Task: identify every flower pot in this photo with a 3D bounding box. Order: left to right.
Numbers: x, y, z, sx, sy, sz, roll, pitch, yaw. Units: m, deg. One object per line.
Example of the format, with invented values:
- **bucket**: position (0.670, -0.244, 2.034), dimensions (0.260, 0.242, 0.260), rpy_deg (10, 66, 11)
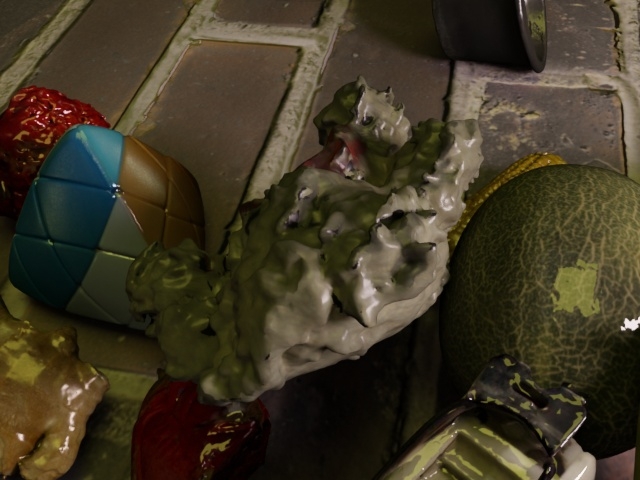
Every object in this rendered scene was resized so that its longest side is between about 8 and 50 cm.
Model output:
- **flower pot**: position (0.262, -0.366, 1.140), dimensions (0.148, 0.235, 0.235), rpy_deg (-6, 43, 27)

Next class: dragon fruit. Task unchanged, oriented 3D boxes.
- **dragon fruit**: position (-0.135, 0.180, 0.688), dimensions (0.161, 0.127, 0.121), rpy_deg (36, 51, 29)

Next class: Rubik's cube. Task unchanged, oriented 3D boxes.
- **Rubik's cube**: position (-0.243, 0.029, 0.844), dimensions (0.255, 0.254, 0.254), rpy_deg (-2, 46, 2)

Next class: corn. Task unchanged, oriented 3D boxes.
- **corn**: position (0.220, -0.027, 0.877), dimensions (0.262, 0.097, 0.097), rpy_deg (-35, 54, -25)

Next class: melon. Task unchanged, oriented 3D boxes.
- **melon**: position (0.237, 0.057, 0.696), dimensions (0.238, 0.237, 0.301), rpy_deg (11, 45, 14)

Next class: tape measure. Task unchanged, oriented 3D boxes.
- **tape measure**: position (0.071, 0.234, 0.515), dimensions (0.231, 0.271, 0.133), rpy_deg (-34, 53, -27)

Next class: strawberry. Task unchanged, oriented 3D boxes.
- **strawberry**: position (-0.336, -0.097, 0.937), dimensions (0.202, 0.186, 0.184), rpy_deg (14, 21, -28)

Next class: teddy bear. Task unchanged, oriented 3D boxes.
- **teddy bear**: position (0.000, 0.000, 0.614), dimensions (0.357, 0.367, 0.224), rpy_deg (-39, 89, -7)

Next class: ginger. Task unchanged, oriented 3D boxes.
- **ginger**: position (-0.323, 0.146, 0.744), dimensions (0.216, 0.102, 0.157), rpy_deg (19, 79, 13)

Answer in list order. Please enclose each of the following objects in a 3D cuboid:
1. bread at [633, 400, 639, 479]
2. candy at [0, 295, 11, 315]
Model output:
- **bread**: position (0.326, 0.247, 0.450), dimensions (0.251, 0.208, 0.376), rpy_deg (8, 82, 1)
- **candy**: position (-0.484, 0.037, 0.868), dimensions (0.146, 0.088, 0.276), rpy_deg (-28, 50, -20)
